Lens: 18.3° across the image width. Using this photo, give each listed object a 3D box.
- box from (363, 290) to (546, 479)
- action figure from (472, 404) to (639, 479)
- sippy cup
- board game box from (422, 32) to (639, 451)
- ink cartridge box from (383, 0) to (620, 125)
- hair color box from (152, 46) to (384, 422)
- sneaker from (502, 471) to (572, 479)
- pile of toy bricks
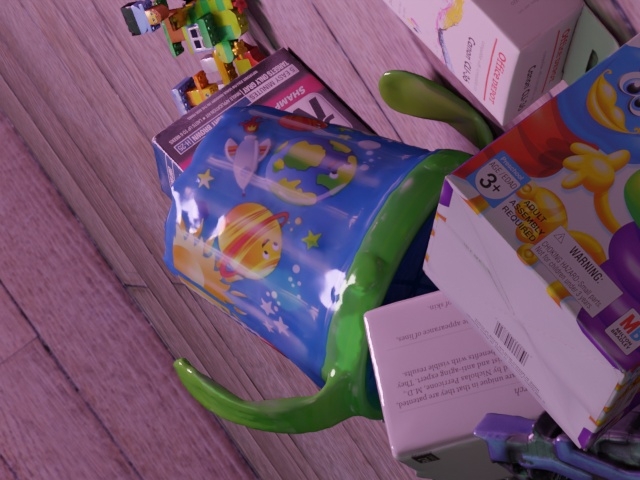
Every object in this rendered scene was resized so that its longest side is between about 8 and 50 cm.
[{"bbox_3d":[0.149,0.105,1.518,0.181,0.182,0.119,40,-143,-68],"label":"box"},{"bbox_3d":[0.294,0.152,1.378,0.341,0.178,0.330,11,133,26],"label":"action figure"},{"bbox_3d":[0.000,0.000,1.647,0.224,0.305,0.240,24,119,22],"label":"sippy cup"},{"bbox_3d":[0.211,-0.037,1.098,0.144,0.275,0.142,49,164,16],"label":"board game box"},{"bbox_3d":[0.124,-0.166,1.452,0.198,0.067,0.115,47,163,18],"label":"ink cartridge box"},{"bbox_3d":[0.011,-0.011,1.919,0.347,0.174,0.105,45,161,23],"label":"hair color box"},{"bbox_3d":[0.213,0.147,1.818,0.125,0.139,0.341,-109,14,-53],"label":"sneaker"},{"bbox_3d":[-0.114,-0.223,1.987,0.105,0.118,0.212,-6,115,34],"label":"pile of toy bricks"}]
